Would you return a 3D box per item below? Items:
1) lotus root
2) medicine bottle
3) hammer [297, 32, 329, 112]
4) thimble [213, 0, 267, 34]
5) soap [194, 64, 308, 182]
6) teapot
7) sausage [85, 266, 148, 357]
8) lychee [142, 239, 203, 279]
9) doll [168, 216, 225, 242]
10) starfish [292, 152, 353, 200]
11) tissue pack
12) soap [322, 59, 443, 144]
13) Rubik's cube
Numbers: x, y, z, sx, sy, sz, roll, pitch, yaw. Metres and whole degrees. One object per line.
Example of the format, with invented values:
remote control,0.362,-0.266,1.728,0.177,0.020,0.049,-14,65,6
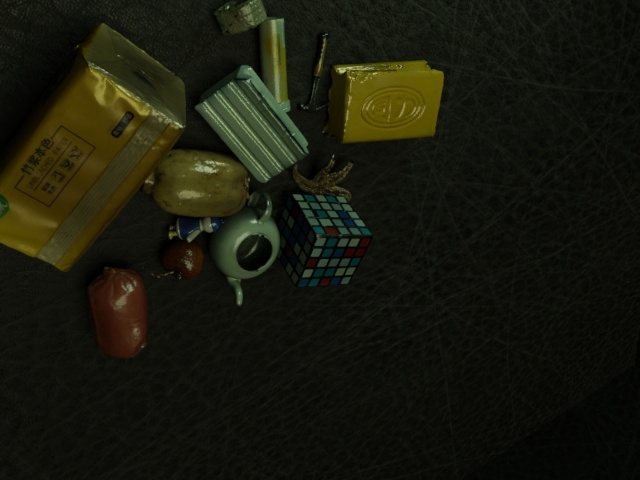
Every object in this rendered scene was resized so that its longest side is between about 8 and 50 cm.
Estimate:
lotus root,-0.291,-0.136,1.494,0.284,0.160,0.146,2,154,-31
medicine bottle,-0.112,-0.418,1.519,0.073,0.074,0.218,-15,118,-26
hammer,-0.005,-0.425,1.615,0.078,0.021,0.201,-1,114,-33
thimble,-0.179,-0.505,1.419,0.110,0.084,0.062,-25,123,-1
soap,-0.154,-0.270,1.501,0.150,0.094,0.261,-29,121,19
teapot,-0.191,0.010,1.643,0.193,0.129,0.294,10,107,-37
sausage,-0.486,0.177,1.529,0.148,0.148,0.255,-11,119,-28
lychee,-0.354,0.054,1.578,0.114,0.101,0.140,41,74,-9
doll,-0.304,-0.035,1.564,0.142,0.099,0.058,-12,134,2
starfish,-0.001,-0.144,1.740,0.213,0.057,0.238,9,127,-30
tissue pack,-0.449,-0.179,1.205,0.228,0.293,0.382,36,108,-28
soap,0.172,-0.372,1.708,0.324,0.096,0.204,-10,119,-29
Rubik's cube,0.000,0.000,1.703,0.187,0.184,0.182,0,129,-31
